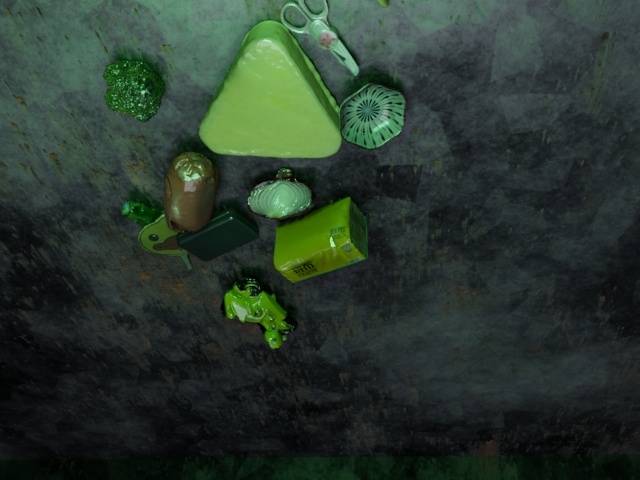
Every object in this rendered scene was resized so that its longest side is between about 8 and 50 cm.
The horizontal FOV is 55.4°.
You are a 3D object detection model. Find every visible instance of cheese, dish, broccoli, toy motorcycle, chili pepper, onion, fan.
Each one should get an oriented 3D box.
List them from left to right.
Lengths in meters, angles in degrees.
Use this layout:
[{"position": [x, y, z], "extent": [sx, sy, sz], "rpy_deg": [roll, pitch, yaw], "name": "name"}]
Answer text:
[{"position": [-0.475, -0.385, 1.544], "extent": [0.137, 0.146, 0.162], "rpy_deg": [11, 169, 42], "name": "broccoli"}, {"position": [-0.521, -0.069, 1.923], "extent": [0.098, 0.061, 0.224], "rpy_deg": [-36, 143, 31], "name": "chili pepper"}, {"position": [-0.465, 0.011, 2.001], "extent": [0.229, 0.011, 0.335], "rpy_deg": [-13, 148, -3], "name": "fan"}, {"position": [-0.232, 0.262, 2.206], "extent": [0.206, 0.142, 0.342], "rpy_deg": [-18, 131, 23], "name": "toy motorcycle"}, {"position": [-0.098, -0.333, 1.583], "extent": [0.383, 0.104, 0.384], "rpy_deg": [2, 137, 2], "name": "cheese"}, {"position": [-0.106, -0.130, 1.812], "extent": [0.205, 0.151, 0.098], "rpy_deg": [4, 172, 16], "name": "onion"}, {"position": [0.129, -0.333, 1.583], "extent": [0.190, 0.066, 0.191], "rpy_deg": [-8, 129, -10], "name": "dish"}]

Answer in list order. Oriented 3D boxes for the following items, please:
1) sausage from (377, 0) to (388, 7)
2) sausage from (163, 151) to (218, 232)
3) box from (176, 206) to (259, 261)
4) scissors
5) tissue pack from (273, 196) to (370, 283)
[{"position": [0.115, -0.577, 1.365], "extent": [0.024, 0.024, 0.132], "rpy_deg": [-23, 130, 26], "name": "sausage"}, {"position": [-0.380, -0.137, 1.777], "extent": [0.152, 0.152, 0.280], "rpy_deg": [11, 134, -8], "name": "sausage"}, {"position": [-0.328, -0.016, 1.946], "extent": [0.230, 0.050, 0.160], "rpy_deg": [-24, 144, 20], "name": "box"}, {"position": [0.016, -0.490, 1.461], "extent": [0.118, 0.031, 0.242], "rpy_deg": [-29, 124, 31], "name": "scissors"}, {"position": [0.000, 0.000, 1.872], "extent": [0.270, 0.192, 0.134], "rpy_deg": [-21, 133, 23], "name": "tissue pack"}]
